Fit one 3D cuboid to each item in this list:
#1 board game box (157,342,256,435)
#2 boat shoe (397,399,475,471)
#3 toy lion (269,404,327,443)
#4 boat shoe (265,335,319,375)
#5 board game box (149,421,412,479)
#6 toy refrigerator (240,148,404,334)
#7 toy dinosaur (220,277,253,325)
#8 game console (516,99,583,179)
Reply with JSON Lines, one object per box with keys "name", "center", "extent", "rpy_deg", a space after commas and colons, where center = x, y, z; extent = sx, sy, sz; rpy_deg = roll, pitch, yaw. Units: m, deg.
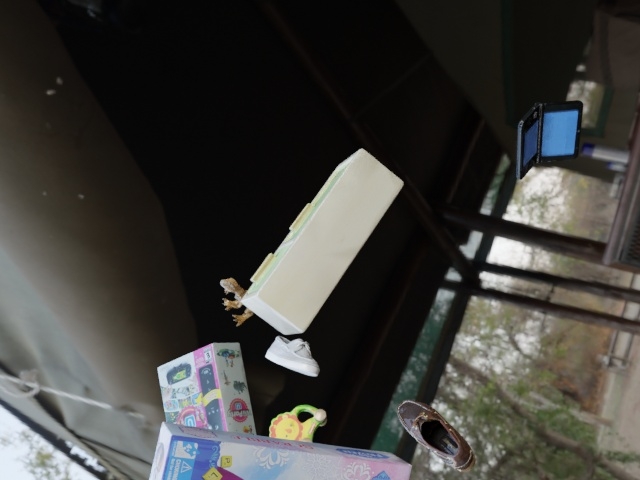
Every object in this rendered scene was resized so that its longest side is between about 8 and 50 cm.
{"name": "board game box", "center": [-0.283, 0.433, 1.760], "extent": [0.097, 0.224, 0.303], "rpy_deg": [8, -118, -50]}
{"name": "boat shoe", "center": [0.222, 0.377, 1.400], "extent": [0.073, 0.207, 0.073], "rpy_deg": [-52, -50, -7]}
{"name": "toy lion", "center": [-0.048, 0.366, 1.371], "extent": [0.100, 0.096, 0.034], "rpy_deg": [-60, -20, -29]}
{"name": "boat shoe", "center": [-0.050, 0.229, 1.419], "extent": [0.184, 0.066, 0.063], "rpy_deg": [-1, 65, 67]}
{"name": "board game box", "center": [-0.068, 0.402, 0.847], "extent": [0.066, 0.318, 0.319], "rpy_deg": [-179, 102, -68]}
{"name": "toy refrigerator", "center": [0.000, 0.000, 1.023], "extent": [0.269, 0.094, 0.102], "rpy_deg": [-55, 10, -18]}
{"name": "toy dinosaur", "center": [-0.139, 0.128, 1.483], "extent": [0.211, 0.112, 0.064], "rpy_deg": [17, -135, -54]}
{"name": "game console", "center": [0.391, -0.170, 1.204], "extent": [0.107, 0.071, 0.122], "rpy_deg": [-44, -41, -32]}
